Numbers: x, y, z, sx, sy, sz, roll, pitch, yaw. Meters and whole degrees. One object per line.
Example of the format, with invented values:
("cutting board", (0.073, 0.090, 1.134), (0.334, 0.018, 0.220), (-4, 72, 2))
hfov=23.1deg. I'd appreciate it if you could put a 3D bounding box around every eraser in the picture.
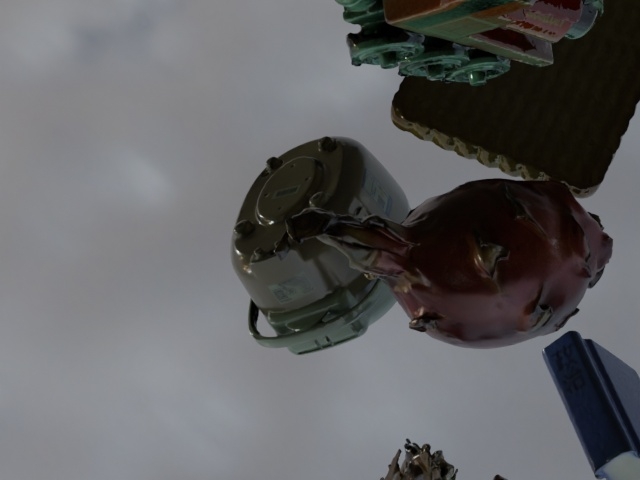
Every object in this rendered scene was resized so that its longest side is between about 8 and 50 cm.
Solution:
("eraser", (0.156, 0.094, 0.827), (0.027, 0.063, 0.085), (-39, -138, 21))

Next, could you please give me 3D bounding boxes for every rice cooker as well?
("rice cooker", (0.000, 0.000, 1.327), (0.145, 0.127, 0.206), (-20, -151, 27))

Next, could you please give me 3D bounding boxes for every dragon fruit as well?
("dragon fruit", (0.083, 0.008, 1.067), (0.125, 0.246, 0.125), (12, -88, 60))

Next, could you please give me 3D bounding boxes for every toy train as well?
("toy train", (0.085, -0.129, 0.836), (0.118, 0.176, 0.074), (-12, -101, 37))

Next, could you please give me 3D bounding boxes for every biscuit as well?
("biscuit", (0.174, -0.152, 1.215), (0.172, 0.029, 0.254), (22, -122, 12))

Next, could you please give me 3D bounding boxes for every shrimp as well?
("shrimp", (0.104, 0.206, 1.142), (0.133, 0.236, 0.053), (5, -128, 12))
